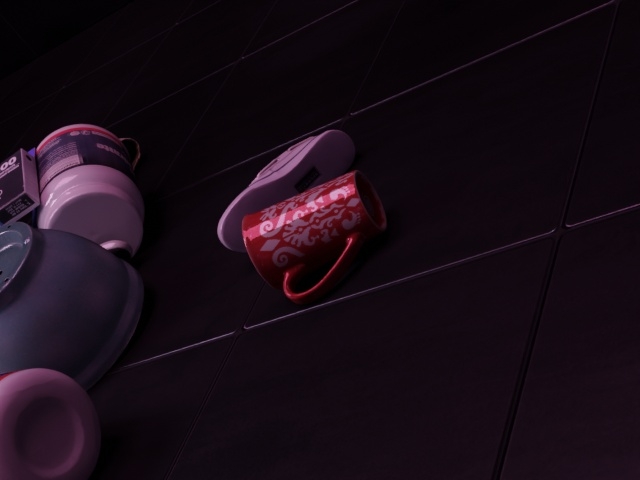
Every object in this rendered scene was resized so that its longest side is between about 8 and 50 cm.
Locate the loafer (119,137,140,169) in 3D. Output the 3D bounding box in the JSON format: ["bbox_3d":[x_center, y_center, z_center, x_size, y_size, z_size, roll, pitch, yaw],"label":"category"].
[{"bbox_3d":[-0.441,-0.137,2.390,0.092,0.102,0.268,-33,24,28],"label":"loafer"}]

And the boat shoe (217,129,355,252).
[{"bbox_3d":[-0.058,-0.072,1.774,0.258,0.095,0.084,-37,18,-21],"label":"boat shoe"}]

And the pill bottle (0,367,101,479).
[{"bbox_3d":[-0.457,0.278,1.611,0.323,0.181,0.181,-14,35,44],"label":"pill bottle"}]

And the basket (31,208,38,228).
[{"bbox_3d":[-0.618,0.057,2.189,0.255,0.201,0.289,-35,33,8],"label":"basket"}]

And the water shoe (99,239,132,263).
[{"bbox_3d":[-0.397,0.083,2.019,0.203,0.073,0.080,-37,48,11],"label":"water shoe"}]

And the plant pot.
[{"bbox_3d":[-0.450,0.095,1.829,0.293,0.196,0.293,-25,39,22],"label":"plant pot"}]

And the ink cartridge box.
[{"bbox_3d":[-0.599,-0.073,2.103,0.206,0.045,0.208,-34,35,8],"label":"ink cartridge box"}]

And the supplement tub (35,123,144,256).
[{"bbox_3d":[-0.424,-0.077,2.133,0.191,0.191,0.272,-37,34,6],"label":"supplement tub"}]

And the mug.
[{"bbox_3d":[0.002,-0.002,1.571,0.169,0.150,0.113,-26,-9,18],"label":"mug"}]
